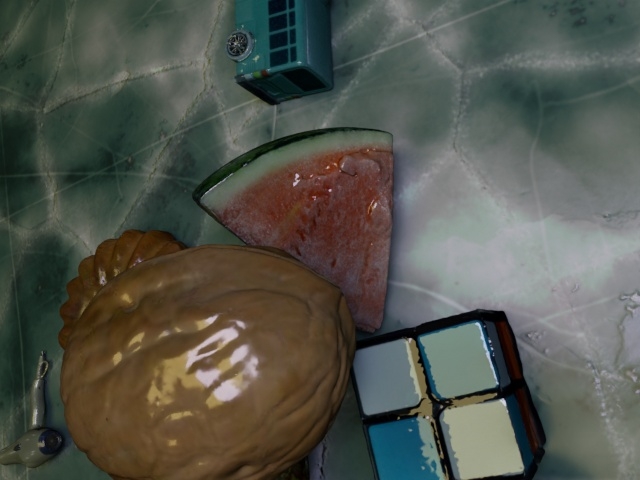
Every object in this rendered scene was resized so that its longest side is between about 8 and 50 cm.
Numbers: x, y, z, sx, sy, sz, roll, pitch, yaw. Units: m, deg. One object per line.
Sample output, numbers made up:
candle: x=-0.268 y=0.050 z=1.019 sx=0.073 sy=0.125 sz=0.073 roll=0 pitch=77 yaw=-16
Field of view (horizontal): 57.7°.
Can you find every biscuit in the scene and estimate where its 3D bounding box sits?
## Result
biscuit: x=-0.320 y=0.140 z=0.968 sx=0.325 sy=0.107 sz=0.326 roll=-3 pitch=84 yaw=28

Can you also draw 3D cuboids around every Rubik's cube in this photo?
Rubik's cube: x=0.152 y=0.187 z=0.687 sx=0.167 sy=0.180 sz=0.184 roll=-21 pitch=76 yaw=23

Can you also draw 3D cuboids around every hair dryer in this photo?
hair dryer: x=-0.549 y=0.330 z=1.080 sx=0.167 sy=0.067 sz=0.199 roll=-37 pitch=58 yaw=22

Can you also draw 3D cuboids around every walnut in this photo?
walnut: x=-0.111 y=0.132 z=0.624 sx=0.312 sy=0.277 sz=0.252 roll=-27 pitch=85 yaw=9

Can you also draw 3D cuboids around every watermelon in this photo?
watermelon: x=-0.014 y=-0.031 z=0.840 sx=0.282 sy=0.250 sz=0.293 roll=-22 pitch=116 yaw=-4

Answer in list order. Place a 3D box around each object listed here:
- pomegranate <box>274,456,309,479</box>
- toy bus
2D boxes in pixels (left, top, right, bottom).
pomegranate: x=-0.116 y=0.281 z=0.783 sx=0.221 sy=0.204 sz=0.277 roll=16 pitch=93 yaw=-1
toy bus: x=-0.058 y=-0.358 z=0.898 sx=0.146 sy=0.128 sz=0.256 roll=-5 pitch=83 yaw=23
